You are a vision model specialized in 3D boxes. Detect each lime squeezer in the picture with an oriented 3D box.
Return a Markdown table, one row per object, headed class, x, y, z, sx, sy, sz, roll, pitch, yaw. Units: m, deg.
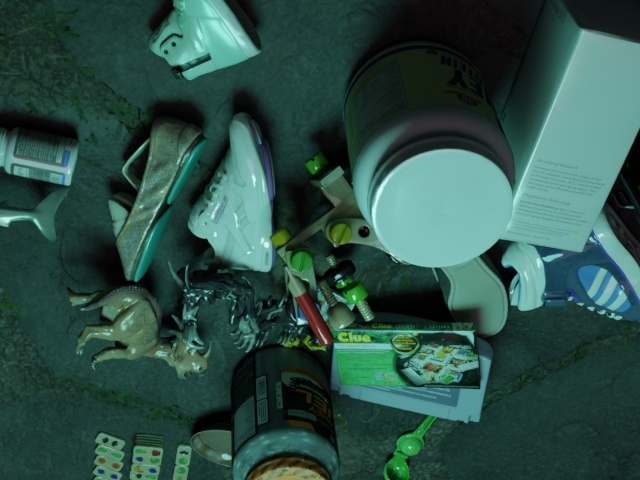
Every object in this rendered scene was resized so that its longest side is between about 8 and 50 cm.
| class | x | y | z | sx | sy | sz | roll | pitch | yaw |
| --- | --- | --- | --- | --- | --- | --- | --- | --- | --- |
| lime squeezer | 0.174 | 0.444 | 2.121 | 0.059 | 0.110 | 0.310 | 25 | 90 | -1 |

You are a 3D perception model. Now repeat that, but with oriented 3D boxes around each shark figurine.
| class | x | y | z | sx | sy | sz | roll | pitch | yaw |
| --- | --- | --- | --- | --- | --- | --- | --- | --- | --- |
| shark figurine | -0.572 | -0.054 | 1.725 | 0.278 | 0.116 | 0.166 | -13 | 159 | 15 |

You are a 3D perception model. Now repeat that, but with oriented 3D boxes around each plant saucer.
| class | x | y | z | sx | sy | sz | roll | pitch | yaw |
| --- | --- | --- | --- | --- | --- | --- | --- | --- | --- |
| plant saucer | -0.175 | 0.407 | 2.083 | 0.169 | 0.029 | 0.168 | 8 | 143 | 6 |

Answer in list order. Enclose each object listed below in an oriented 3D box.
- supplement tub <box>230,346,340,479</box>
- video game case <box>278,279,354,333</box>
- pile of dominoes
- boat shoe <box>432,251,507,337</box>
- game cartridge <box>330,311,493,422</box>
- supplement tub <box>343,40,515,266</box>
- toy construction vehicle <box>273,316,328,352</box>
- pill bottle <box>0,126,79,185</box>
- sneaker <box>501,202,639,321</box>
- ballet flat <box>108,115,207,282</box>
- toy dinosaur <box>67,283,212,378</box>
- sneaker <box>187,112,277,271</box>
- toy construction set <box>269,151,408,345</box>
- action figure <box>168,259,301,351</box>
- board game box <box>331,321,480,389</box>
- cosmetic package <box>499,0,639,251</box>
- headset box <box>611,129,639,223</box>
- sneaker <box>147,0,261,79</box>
| class | x | y | z | sx | sy | sz | roll | pitch | yaw |
| --- | --- | --- | --- | --- | --- | --- | --- | --- | --- |
| supplement tub | -0.067 | 0.358 | 1.903 | 0.194 | 0.316 | 0.193 | -3 | 123 | -4 |
| video game case | -0.007 | 0.117 | 1.900 | 0.122 | 0.011 | 0.087 | 29 | 121 | 4 |
| pile of dominoes | -0.376 | 0.502 | 2.159 | 0.196 | 0.040 | 0.251 | 7 | 124 | -8 |
| boat shoe | 0.250 | 0.037 | 1.850 | 0.112 | 0.095 | 0.335 | -20 | 129 | 14 |
| game cartridge | 0.168 | 0.231 | 1.949 | 0.294 | 0.060 | 0.196 | 12 | 129 | 10 |
| supplement tub | 0.160 | -0.134 | 1.569 | 0.236 | 0.325 | 0.235 | -2 | 125 | -3 |
| toy construction vehicle | -0.040 | 0.171 | 1.937 | 0.098 | 0.035 | 0.086 | -1 | 143 | 38 |
| pill bottle | -0.463 | -0.139 | 1.679 | 0.137 | 0.078 | 0.078 | 12 | 123 | -12 |
| sneaker | 0.463 | 0.079 | 1.872 | 0.236 | 0.130 | 0.323 | -25 | 128 | 25 |
| ballet flat | -0.289 | -0.074 | 1.736 | 0.106 | 0.107 | 0.316 | 29 | 115 | 1 |
| toy dinosaur | -0.317 | 0.137 | 1.823 | 0.200 | 0.127 | 0.295 | -15 | 146 | 5 |
| sneaker | -0.148 | -0.067 | 1.725 | 0.152 | 0.114 | 0.305 | -2 | 125 | -3 |
| toy construction set | 0.000 | 0.000 | 1.677 | 0.257 | 0.309 | 0.237 | -25 | 103 | 20 |
| action figure | -0.159 | 0.124 | 1.797 | 0.164 | 0.140 | 0.276 | 1 | 163 | 42 |
| board game box | 0.155 | 0.206 | 1.881 | 0.260 | 0.030 | 0.136 | 0 | 125 | 14 |
| cosmetic package | 0.386 | -0.189 | 1.625 | 0.155 | 0.197 | 0.365 | 9 | 122 | -9 |
| headset box | 0.607 | -0.114 | 1.660 | 0.283 | 0.246 | 0.131 | -24 | 124 | 14 |
| sneaker | -0.214 | -0.348 | 1.538 | 0.151 | 0.094 | 0.256 | -24 | 122 | 17 |
